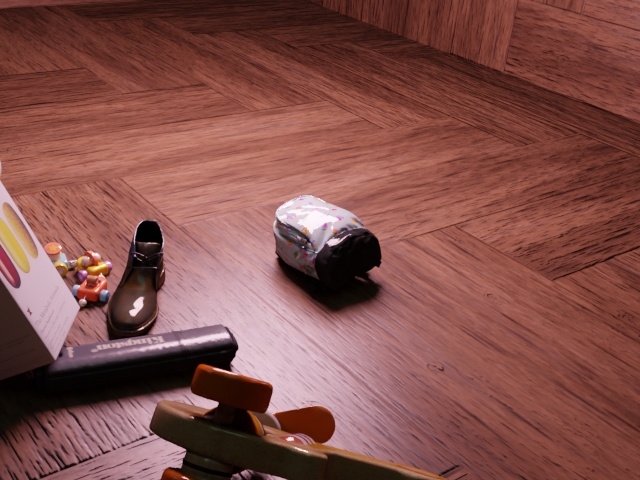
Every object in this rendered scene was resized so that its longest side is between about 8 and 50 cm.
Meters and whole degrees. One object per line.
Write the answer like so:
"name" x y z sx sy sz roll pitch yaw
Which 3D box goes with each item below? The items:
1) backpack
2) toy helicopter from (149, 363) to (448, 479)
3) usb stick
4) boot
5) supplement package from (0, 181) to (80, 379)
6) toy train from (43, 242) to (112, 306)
"backpack" 0.000 0.000 1.437 0.152 0.115 0.182 -21 35 -37
"toy helicopter" -0.021 0.247 0.937 0.355 0.140 0.235 19 -11 -15
"usb stick" -0.254 0.161 1.149 0.278 0.045 0.077 -7 29 -22
"boot" -0.286 0.054 1.281 0.082 0.106 0.219 4 27 -4
"supplement package" -0.447 0.048 1.078 0.134 0.244 0.139 -20 27 9
"toy train" -0.407 0.048 1.334 0.166 0.046 0.125 12 28 10
